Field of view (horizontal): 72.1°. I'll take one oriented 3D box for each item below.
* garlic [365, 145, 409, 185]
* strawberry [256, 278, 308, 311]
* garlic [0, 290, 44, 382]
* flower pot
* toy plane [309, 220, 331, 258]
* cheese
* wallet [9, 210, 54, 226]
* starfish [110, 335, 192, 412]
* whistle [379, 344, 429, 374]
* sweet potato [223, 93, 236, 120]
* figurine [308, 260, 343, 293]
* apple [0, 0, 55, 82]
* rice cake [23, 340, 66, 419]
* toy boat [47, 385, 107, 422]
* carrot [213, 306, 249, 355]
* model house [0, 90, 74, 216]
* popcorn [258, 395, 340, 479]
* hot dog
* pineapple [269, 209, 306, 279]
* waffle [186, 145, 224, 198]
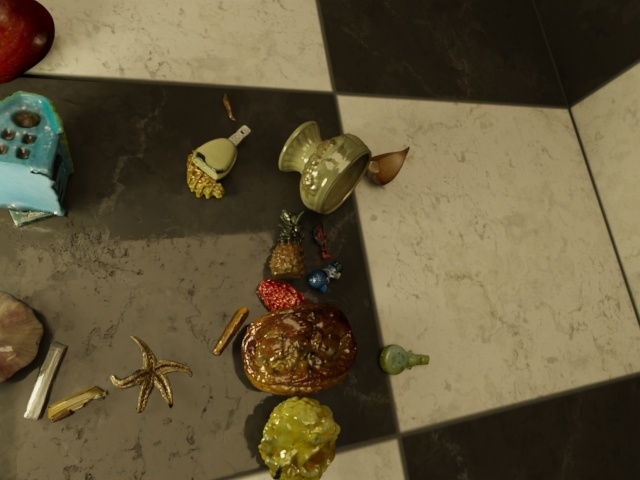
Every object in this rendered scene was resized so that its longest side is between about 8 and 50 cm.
[{"bbox_3d":[0.247,-0.296,1.738,0.206,0.128,0.115,-33,43,-29],"label":"garlic"},{"bbox_3d":[-0.126,0.200,1.462,0.188,0.082,0.121,37,68,-9],"label":"strawberry"},{"bbox_3d":[-0.847,0.251,1.094,0.244,0.253,0.245,3,82,-20],"label":"garlic"},{"bbox_3d":[0.002,-0.266,1.548,0.244,0.307,0.307,38,64,13],"label":"flower pot"},{"bbox_3d":[0.000,0.000,1.593,0.060,0.037,0.145,-4,71,-31],"label":"toy plane"},{"bbox_3d":[-0.322,-0.321,1.521,0.127,0.054,0.252,39,56,-4],"label":"cheese"},{"bbox_3d":[-0.857,-0.101,1.317,0.129,0.026,0.088,-22,82,-24],"label":"wallet"},{"bbox_3d":[-0.493,0.384,1.285,0.213,0.057,0.238,-16,84,-31],"label":"starfish"},{"bbox_3d":[0.297,0.423,1.565,0.198,0.057,0.104,6,82,-25],"label":"whistle"},{"bbox_3d":[-0.342,-0.493,1.629,0.026,0.026,0.115,-15,82,-23],"label":"sweet potato"},{"bbox_3d":[0.020,0.119,1.543,0.136,0.079,0.077,-42,49,-21],"label":"figurine"},{"bbox_3d":[-0.968,-0.633,1.305,0.288,0.288,0.317,34,83,-7],"label":"apple"},{"bbox_3d":[-0.752,0.381,1.202,0.047,0.036,0.207,19,67,-27],"label":"rice cake"},{"bbox_3d":[-0.667,0.446,1.207,0.149,0.047,0.049,-22,96,-22],"label":"toy boat"},{"bbox_3d":[-0.285,0.288,1.400,0.042,0.042,0.171,35,68,-7],"label":"carrot"},{"bbox_3d":[-0.824,-0.252,1.251,0.215,0.237,0.303,6,62,-19],"label":"model house"},{"bbox_3d":[-0.065,0.582,1.276,0.249,0.225,0.250,0,90,19],"label":"popcorn"},{"bbox_3d":[-0.049,0.337,1.376,0.387,0.174,0.267,-3,77,-27],"label":"hot dog"},{"bbox_3d":[-0.106,0.011,1.511,0.128,0.128,0.248,11,65,-17],"label":"pineapple"},{"bbox_3d":[-0.384,-0.239,1.520,0.148,0.051,0.194,-2,74,-19],"label":"waffle"}]
